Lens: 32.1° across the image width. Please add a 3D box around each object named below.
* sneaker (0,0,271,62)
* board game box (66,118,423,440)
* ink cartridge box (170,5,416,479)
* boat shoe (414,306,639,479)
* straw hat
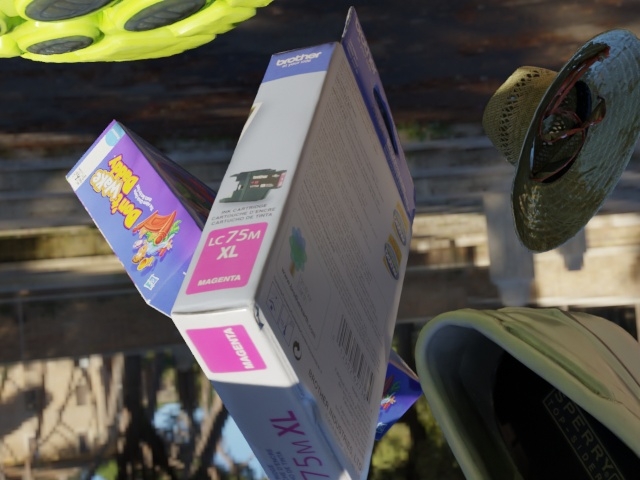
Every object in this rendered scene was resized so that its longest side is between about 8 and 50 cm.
[{"bbox_3d":[-0.049,-0.148,0.380,0.295,0.124,0.109,-24,162,37],"label":"sneaker"},{"bbox_3d":[-0.069,0.044,1.111,0.347,0.078,0.233,37,-173,-42],"label":"board game box"},{"bbox_3d":[0.000,0.000,0.757,0.065,0.186,0.311,-6,-140,23],"label":"ink cartridge box"},{"bbox_3d":[0.108,0.118,0.358,0.084,0.095,0.258,12,-153,-36],"label":"boat shoe"},{"bbox_3d":[0.129,-0.069,0.649,0.061,0.144,0.144,30,-161,33],"label":"straw hat"}]
